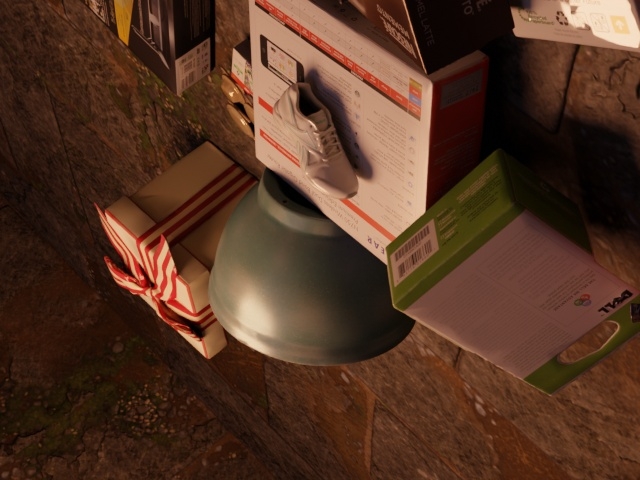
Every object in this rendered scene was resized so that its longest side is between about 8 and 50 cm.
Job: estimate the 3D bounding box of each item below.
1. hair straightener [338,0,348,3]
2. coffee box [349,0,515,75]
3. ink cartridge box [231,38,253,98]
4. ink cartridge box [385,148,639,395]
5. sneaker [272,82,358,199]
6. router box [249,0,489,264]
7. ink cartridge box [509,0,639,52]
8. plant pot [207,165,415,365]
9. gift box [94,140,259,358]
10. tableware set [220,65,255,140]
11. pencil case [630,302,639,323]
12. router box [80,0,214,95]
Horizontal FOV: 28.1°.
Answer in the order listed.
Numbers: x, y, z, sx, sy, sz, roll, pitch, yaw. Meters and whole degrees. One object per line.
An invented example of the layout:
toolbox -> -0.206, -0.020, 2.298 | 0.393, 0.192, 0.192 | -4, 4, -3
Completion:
hair straightener -> 0.045, -0.291, 1.386 | 0.230, 0.089, 0.047 | 39, 141, 35
coffee box -> 0.075, -0.282, 1.229 | 0.246, 0.098, 0.141 | 54, 170, 51
ink cartridge box -> -0.099, -0.234, 1.850 | 0.063, 0.029, 0.115 | 46, 158, 14
ink cartridge box -> 0.228, 0.045, 1.423 | 0.255, 0.189, 0.097 | 31, -148, -28
sneaker -> -0.003, -0.115, 1.478 | 0.152, 0.054, 0.061 | 57, 150, 13
router box -> 0.044, -0.152, 1.512 | 0.335, 0.082, 0.301 | 41, 146, 36
ink cartridge box -> 0.179, -0.333, 1.074 | 0.176, 0.069, 0.371 | 22, 147, 54
plant pot -> 0.000, 0.000, 1.722 | 0.293, 0.293, 0.196 | 37, 136, 34
gift box -> -0.213, 0.006, 2.156 | 0.255, 0.258, 0.276 | 36, 155, 33
tableware set -> -0.103, -0.183, 1.933 | 0.141, 0.020, 0.168 | 47, 169, 25
pencil case -> 0.418, 0.091, 1.229 | 0.236, 0.104, 0.104 | 29, 150, 42
router box -> -0.261, -0.389, 1.859 | 0.243, 0.081, 0.309 | 45, 158, 16
